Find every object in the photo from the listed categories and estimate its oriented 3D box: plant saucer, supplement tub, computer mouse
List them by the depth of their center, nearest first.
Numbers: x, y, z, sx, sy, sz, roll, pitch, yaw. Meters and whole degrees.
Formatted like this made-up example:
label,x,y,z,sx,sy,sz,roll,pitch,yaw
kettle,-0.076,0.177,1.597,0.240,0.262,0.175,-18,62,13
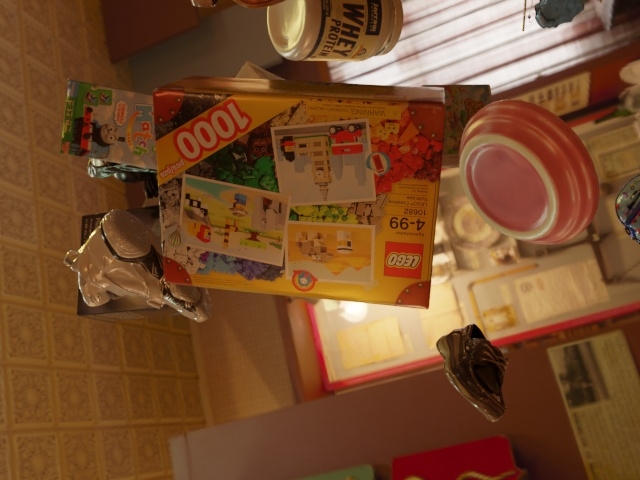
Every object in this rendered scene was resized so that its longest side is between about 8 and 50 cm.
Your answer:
label,x,y,z,sx,sy,sz,roll,pitch,yaw
plant saucer,0.412,-0.126,1.407,0.332,0.084,0.332,41,151,29
supplement tub,0.043,-0.616,1.859,0.325,0.235,0.235,-9,-101,-33
computer mouse,-0.531,-0.211,1.888,0.272,0.072,0.188,-30,-65,-85

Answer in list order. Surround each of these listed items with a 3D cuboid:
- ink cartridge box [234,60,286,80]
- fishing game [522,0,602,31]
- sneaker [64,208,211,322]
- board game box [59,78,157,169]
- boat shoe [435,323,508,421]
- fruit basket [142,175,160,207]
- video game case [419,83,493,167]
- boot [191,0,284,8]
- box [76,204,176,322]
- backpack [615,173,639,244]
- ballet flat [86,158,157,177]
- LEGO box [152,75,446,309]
label,x,y,z,sx,sy,sz,roll,pitch,yaw
ink cartridge box,-0.212,-0.399,2.252,0.272,0.309,0.130,14,-148,-51
fishing game,0.711,-0.709,1.975,0.189,0.264,0.041,65,-177,-54
sneaker,-0.450,0.102,1.667,0.366,0.210,0.137,48,-160,-26
board game box,-0.446,-0.250,1.463,0.039,0.211,0.160,-135,54,-72
boat shoe,0.380,0.299,1.638,0.132,0.130,0.355,41,-168,-18
fruit basket,-0.416,-0.103,2.227,0.327,0.165,0.353,29,-112,-24
video game case,0.352,-0.288,1.686,0.023,0.193,0.212,149,115,-72
boot,-0.185,-0.641,1.493,0.109,0.283,0.220,-73,-18,-44
box,-0.516,0.068,1.919,0.183,0.294,0.296,40,-135,-69
backpack,0.674,-0.068,1.351,0.117,0.158,0.173,8,-145,-36
ballet flat,-0.499,-0.217,1.662,0.096,0.280,0.095,50,-132,-45
LEGO box,-0.033,-0.098,1.251,0.193,0.500,0.372,-62,-25,-67
